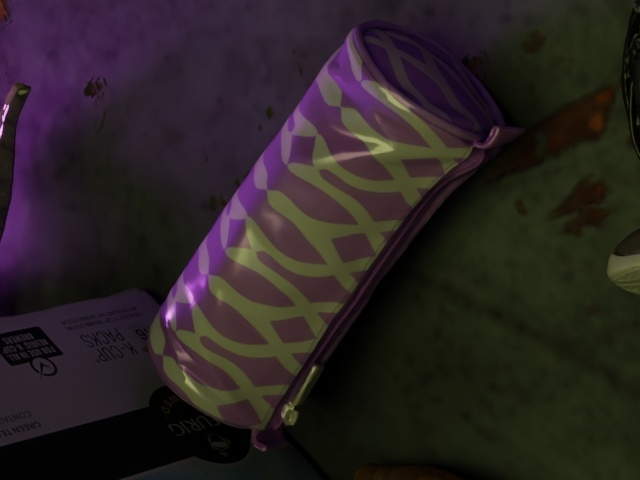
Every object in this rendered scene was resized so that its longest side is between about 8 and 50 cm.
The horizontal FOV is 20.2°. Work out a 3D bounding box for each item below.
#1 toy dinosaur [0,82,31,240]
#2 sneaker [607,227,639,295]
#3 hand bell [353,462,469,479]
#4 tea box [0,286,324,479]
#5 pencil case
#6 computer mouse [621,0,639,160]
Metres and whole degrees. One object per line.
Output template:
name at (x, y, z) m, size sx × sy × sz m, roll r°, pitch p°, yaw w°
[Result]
toy dinosaur at (-0.223, 0.027, 1.005) m, size 0.118 × 0.064 × 0.268 m, roll 21°, pitch 107°, yaw 27°
sneaker at (0.181, -0.021, 0.699) m, size 0.158 × 0.061 × 0.065 m, roll -23°, pitch 56°, yaw 37°
hand bell at (0.100, 0.140, 0.762) m, size 0.242 × 0.126 × 0.126 m, roll 15°, pitch 106°, yaw 48°
tea box at (-0.134, 0.220, 0.792) m, size 0.323 × 0.329 × 0.220 m, roll 45°, pitch 120°, yaw 22°
pencil case at (0.000, 0.000, 0.809) m, size 0.088 × 0.086 × 0.206 m, roll 51°, pitch 123°, yaw 29°
computer mouse at (0.116, -0.142, 0.728) m, size 0.071 × 0.041 × 0.242 m, roll -17°, pitch 87°, yaw 37°
